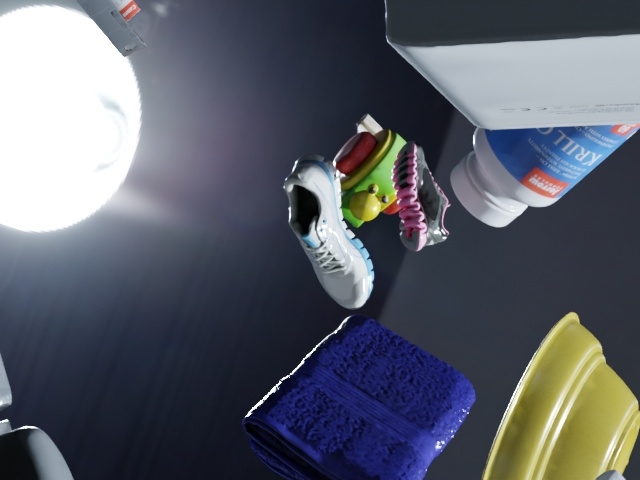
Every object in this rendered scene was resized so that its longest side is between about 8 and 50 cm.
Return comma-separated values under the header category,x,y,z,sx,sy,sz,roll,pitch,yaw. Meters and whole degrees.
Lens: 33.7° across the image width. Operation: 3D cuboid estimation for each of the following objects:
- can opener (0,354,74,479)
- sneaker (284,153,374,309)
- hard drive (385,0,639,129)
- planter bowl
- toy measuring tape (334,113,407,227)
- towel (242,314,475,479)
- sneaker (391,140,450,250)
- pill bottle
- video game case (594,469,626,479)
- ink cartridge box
category,x,y,z,sx,sy,sz,roll,pitch,yaw
can opener,-0.215,0.087,0.658,0.093,0.280,0.074,-24,-8,15
sneaker,0.000,0.000,1.223,0.071,0.190,0.083,-17,13,26
hard drive,0.170,-0.107,0.628,0.203,0.040,0.307,-1,-2,16
planter bowl,0.225,0.181,0.940,0.090,0.217,0.217,23,1,25
toy measuring tape,0.088,-0.126,1.506,0.121,0.121,0.330,20,31,-3
towel,0.059,0.235,1.415,0.228,0.076,0.308,31,35,14
sneaker,0.113,-0.049,1.150,0.057,0.119,0.047,-6,1,-24
pill bottle,0.247,-0.114,1.153,0.124,0.221,0.124,24,41,-23
video game case,0.211,0.279,0.659,0.212,0.023,0.193,50,46,7
ink cartridge box,-0.255,-0.283,1.292,0.063,0.029,0.115,-8,-53,51
